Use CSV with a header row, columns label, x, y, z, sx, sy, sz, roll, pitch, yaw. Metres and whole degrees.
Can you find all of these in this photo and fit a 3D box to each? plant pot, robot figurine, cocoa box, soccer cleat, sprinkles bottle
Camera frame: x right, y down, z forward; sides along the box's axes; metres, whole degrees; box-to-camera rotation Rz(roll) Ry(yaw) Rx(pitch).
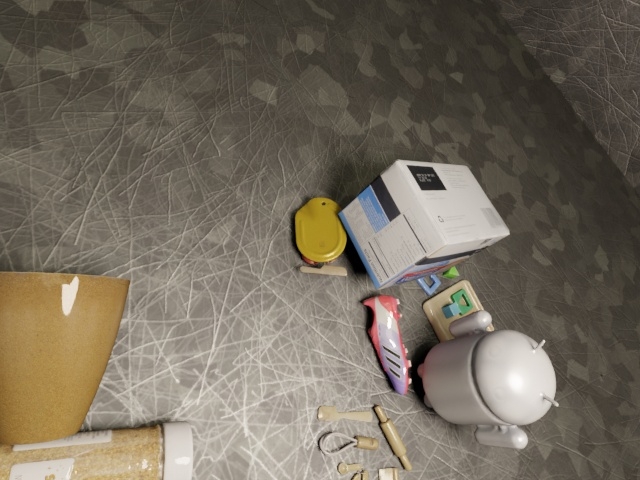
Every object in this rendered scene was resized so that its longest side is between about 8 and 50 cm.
label,x,y,z,sx,sy,sz,roll,pitch,yaw
plant pot,-0.453,0.188,0.717,0.237,0.237,0.255,4,81,-26
robot figurine,0.378,0.317,0.996,0.199,0.353,0.300,-5,73,-29
cocoa box,0.266,-0.044,1.105,0.347,0.228,0.232,-7,64,-46
soccer cleat,0.167,0.261,1.087,0.095,0.083,0.248,-7,76,1
sprinkles bottle,-0.399,0.378,0.709,0.355,0.121,0.121,5,68,-25

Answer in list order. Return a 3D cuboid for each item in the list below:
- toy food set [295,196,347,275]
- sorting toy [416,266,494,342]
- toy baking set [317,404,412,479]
label,x,y,z,sx,sy,sz,roll,pitch,yaw
toy food set,0.000,0.000,1.110,0.128,0.071,0.218,-2,67,-2
sorting toy,0.407,0.223,1.233,0.196,0.047,0.348,-21,81,-32
toy baking set,0.102,0.475,0.981,0.196,0.030,0.256,-18,79,-32
